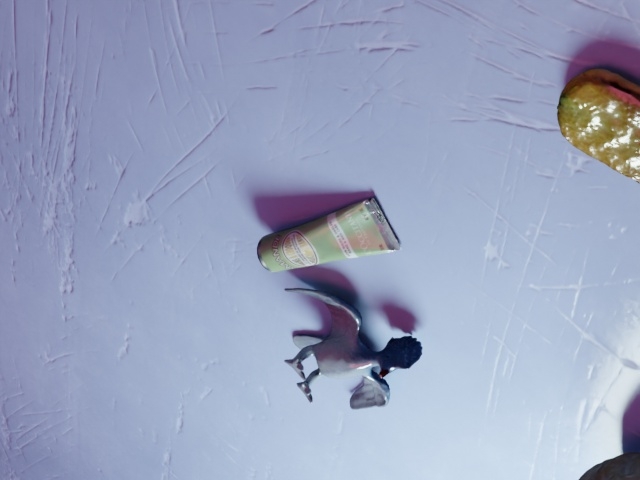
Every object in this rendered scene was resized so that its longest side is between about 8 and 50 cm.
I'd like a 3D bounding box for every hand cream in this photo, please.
[{"bbox_3d":[0.000,0.000,1.758,0.235,0.055,0.086,-13,117,37],"label":"hand cream"}]

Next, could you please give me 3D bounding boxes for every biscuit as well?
[{"bbox_3d":[0.374,-0.105,1.372,0.247,0.029,0.118,31,145,15],"label":"biscuit"}]

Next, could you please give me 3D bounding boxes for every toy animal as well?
[{"bbox_3d":[0.041,0.173,1.851,0.255,0.176,0.239,41,154,65],"label":"toy animal"}]

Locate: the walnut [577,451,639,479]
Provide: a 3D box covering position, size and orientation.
[{"bbox_3d":[0.410,0.387,1.612,0.224,0.224,0.224,22,135,24],"label":"walnut"}]
